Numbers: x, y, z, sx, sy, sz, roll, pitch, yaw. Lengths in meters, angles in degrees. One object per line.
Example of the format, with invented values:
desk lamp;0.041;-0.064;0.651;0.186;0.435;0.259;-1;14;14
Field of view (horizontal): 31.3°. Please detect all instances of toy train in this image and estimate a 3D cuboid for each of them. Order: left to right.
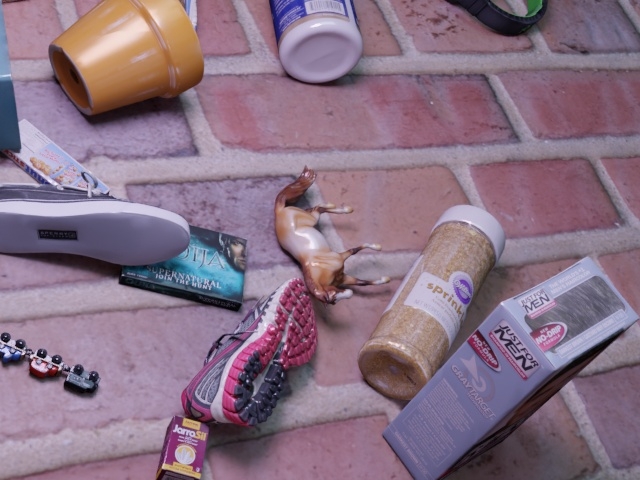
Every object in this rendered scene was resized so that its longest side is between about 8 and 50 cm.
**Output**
toy train;-0.374;0.168;1.543;0.158;0.027;0.036;25;59;-7

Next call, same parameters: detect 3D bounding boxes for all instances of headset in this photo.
headset;0.332;-0.611;2.381;0.394;0.185;0.243;43;47;-6

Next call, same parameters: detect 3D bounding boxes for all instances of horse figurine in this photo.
horse figurine;0.000;0.000;1.822;0.174;0.066;0.263;-13;57;-37

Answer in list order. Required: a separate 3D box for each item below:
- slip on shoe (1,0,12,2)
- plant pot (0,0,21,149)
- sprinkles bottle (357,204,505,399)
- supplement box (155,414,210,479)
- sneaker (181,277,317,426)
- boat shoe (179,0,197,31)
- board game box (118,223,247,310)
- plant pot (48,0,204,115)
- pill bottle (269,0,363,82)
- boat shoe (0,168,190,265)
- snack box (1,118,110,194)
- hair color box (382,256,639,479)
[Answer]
slip on shoe;-0.541;-0.466;1.901;0.331;0.101;0.123;-26;67;-39
plant pot;-0.568;-0.233;1.664;0.234;0.166;0.165;-8;58;-15
sprinkles bottle;0.181;0.091;1.808;0.121;0.121;0.355;34;48;2
supplement box;-0.184;0.285;1.532;0.055;0.043;0.083;17;49;-12
sneaker;-0.095;0.150;1.641;0.299;0.112;0.121;-49;126;-53
boat shoe;-0.258;-0.438;2.039;0.066;0.066;0.183;6;53;-20
board game box;-0.205;0.030;1.730;0.186;0.026;0.126;14;51;-16
plant pot;-0.321;-0.298;1.828;0.188;0.205;0.205;-34;74;-24
pill bottle;-0.016;-0.431;2.093;0.153;0.153;0.264;6;52;-22
boat shoe;-0.341;-0.036;1.653;0.306;0.113;0.105;0;45;-3
snack box;-0.409;-0.112;1.743;0.178;0.022;0.064;39;48;6
hair color box;0.254;0.193;1.592;0.185;0.374;0.113;-23;68;-37
